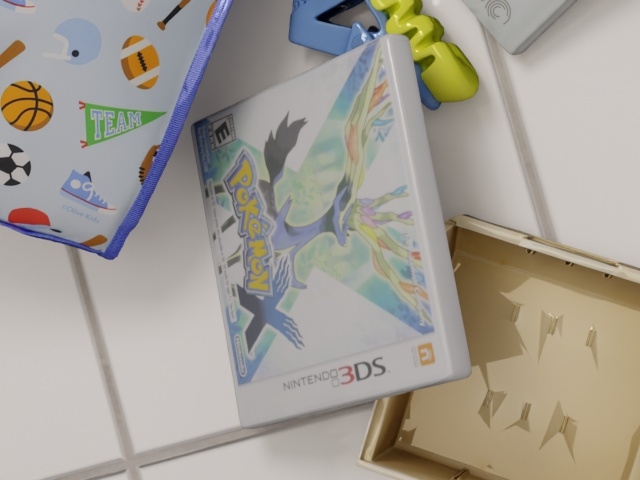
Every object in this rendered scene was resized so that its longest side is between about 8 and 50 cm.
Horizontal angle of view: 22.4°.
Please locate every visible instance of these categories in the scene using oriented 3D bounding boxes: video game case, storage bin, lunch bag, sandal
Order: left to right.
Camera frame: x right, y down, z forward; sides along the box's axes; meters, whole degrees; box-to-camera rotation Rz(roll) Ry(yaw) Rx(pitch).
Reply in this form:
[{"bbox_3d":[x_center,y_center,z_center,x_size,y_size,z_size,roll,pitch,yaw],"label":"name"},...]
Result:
[{"bbox_3d":[-0.285,-0.205,1.598,0.328,0.239,0.385,20,92,-18],"label":"lunch bag"},{"bbox_3d":[0.000,0.000,1.585,0.300,0.036,0.329,-19,76,44],"label":"video game case"},{"bbox_3d":[0.017,-0.242,1.631,0.138,0.126,0.317,-37,80,16],"label":"sandal"},{"bbox_3d":[0.207,0.132,1.579,0.262,0.123,0.260,18,95,14],"label":"storage bin"}]

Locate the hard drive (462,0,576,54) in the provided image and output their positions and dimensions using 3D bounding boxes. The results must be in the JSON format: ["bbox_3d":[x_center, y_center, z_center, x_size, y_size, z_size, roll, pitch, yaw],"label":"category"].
[{"bbox_3d":[0.236,-0.383,1.558,0.353,0.047,0.233,-44,79,28],"label":"hard drive"}]
